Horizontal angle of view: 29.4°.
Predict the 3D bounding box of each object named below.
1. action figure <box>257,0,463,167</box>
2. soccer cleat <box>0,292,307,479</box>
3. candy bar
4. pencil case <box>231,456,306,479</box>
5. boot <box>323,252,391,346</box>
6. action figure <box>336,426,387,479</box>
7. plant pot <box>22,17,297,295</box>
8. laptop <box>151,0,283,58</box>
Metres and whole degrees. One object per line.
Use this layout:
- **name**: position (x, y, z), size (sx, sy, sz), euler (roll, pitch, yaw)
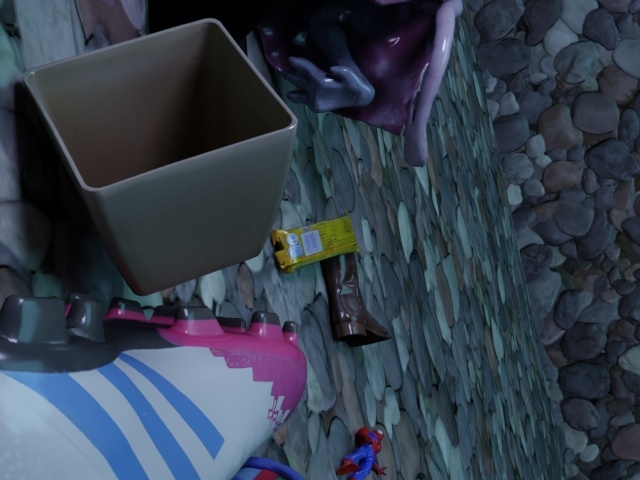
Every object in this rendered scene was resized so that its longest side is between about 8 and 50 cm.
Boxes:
- **action figure**: position (0.097, -0.273, 1.106), size (0.370, 0.276, 0.248), euler (-34, 148, -43)
- **soccer cleat**: position (-0.098, 0.096, 0.538), size (0.331, 0.116, 0.143), euler (13, 82, -71)
- **candy bar**: position (0.000, 0.000, 1.047), size (0.161, 0.018, 0.040), euler (-16, 92, -65)
- **pencil case**: position (-0.013, 0.260, 0.665), size (0.133, 0.119, 0.306), euler (-70, 146, -48)
- **boot**: position (0.031, 0.040, 1.145), size (0.106, 0.037, 0.114), euler (30, 46, -68)
- **action figure**: position (0.041, 0.192, 1.080), size (0.115, 0.030, 0.038), euler (-48, 120, -74)
- **plant pot**: position (-0.080, -0.037, 0.637), size (0.109, 0.109, 0.096), euler (54, -24, 41)
- **laptop**: position (-0.045, -0.181, 0.842), size (0.264, 0.137, 0.234), euler (49, 33, -61)
